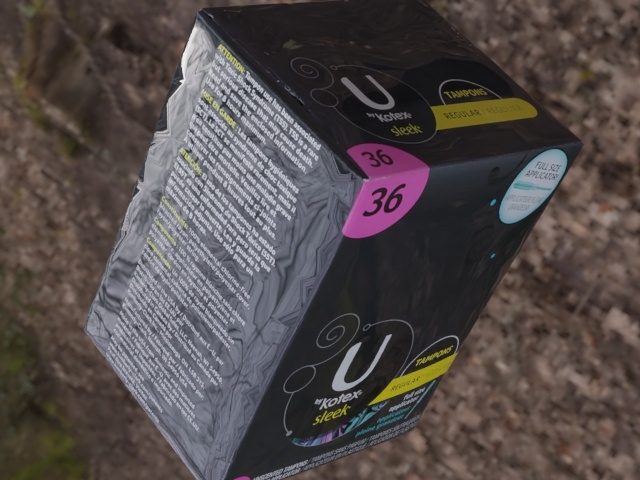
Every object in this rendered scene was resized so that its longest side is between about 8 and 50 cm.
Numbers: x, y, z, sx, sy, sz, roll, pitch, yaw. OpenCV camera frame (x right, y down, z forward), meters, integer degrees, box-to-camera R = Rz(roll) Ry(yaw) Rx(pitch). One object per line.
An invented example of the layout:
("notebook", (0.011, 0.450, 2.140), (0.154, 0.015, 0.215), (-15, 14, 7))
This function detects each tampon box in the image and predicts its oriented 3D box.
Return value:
("tampon box", (0.000, 0.000, 0.552), (0.120, 0.161, 0.101), (-13, -130, -42))
